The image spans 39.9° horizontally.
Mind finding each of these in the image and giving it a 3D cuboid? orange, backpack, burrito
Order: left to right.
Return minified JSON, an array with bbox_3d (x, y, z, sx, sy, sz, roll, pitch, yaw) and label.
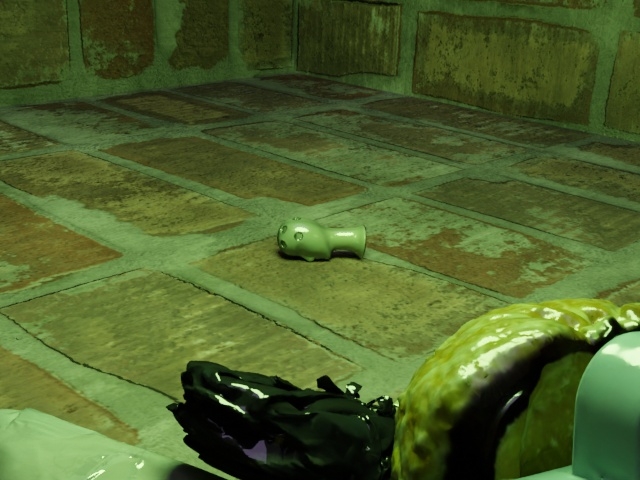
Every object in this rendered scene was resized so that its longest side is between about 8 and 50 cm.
[{"bbox_3d":[-0.162,0.254,0.815,0.445,0.101,0.139,12,17,22],"label":"burrito"},{"bbox_3d":[-0.034,0.181,0.829,0.206,0.133,0.258,9,-15,34],"label":"backpack"},{"bbox_3d":[0.209,0.186,0.828,0.369,0.270,0.210,-6,9,-31],"label":"orange"}]

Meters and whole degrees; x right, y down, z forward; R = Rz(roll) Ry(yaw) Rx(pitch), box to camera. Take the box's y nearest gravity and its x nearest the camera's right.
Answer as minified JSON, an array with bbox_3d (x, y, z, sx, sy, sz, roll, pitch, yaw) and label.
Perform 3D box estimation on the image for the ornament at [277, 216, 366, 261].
[{"bbox_3d":[0.000,0.000,1.591,0.156,0.081,0.075,3,-14,-7],"label":"ornament"}]

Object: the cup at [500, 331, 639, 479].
[{"bbox_3d":[0.268,0.236,0.630,0.311,0.331,0.257,-5,-19,-28],"label":"cup"}]
